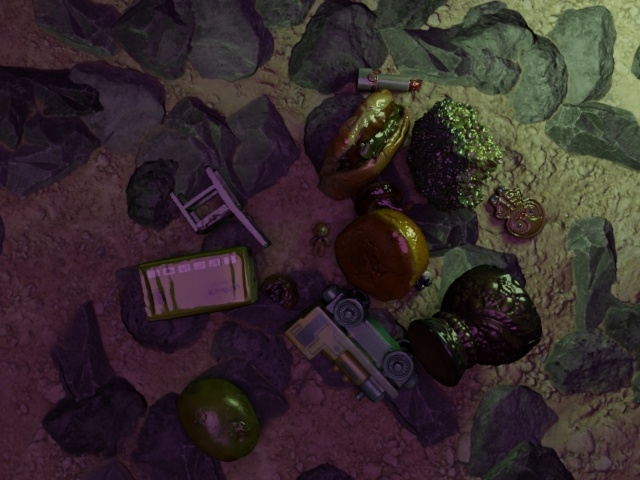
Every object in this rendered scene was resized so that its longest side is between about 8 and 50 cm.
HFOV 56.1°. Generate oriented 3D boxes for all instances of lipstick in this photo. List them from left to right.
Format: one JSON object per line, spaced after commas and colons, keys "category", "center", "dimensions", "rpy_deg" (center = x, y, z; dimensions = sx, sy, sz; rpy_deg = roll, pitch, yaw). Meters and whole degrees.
{"category": "lipstick", "center": [0.195, -0.446, 1.687], "dimensions": [0.186, 0.057, 0.063], "rpy_deg": [4, 87, -4]}

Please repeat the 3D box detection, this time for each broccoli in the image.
{"category": "broccoli", "center": [0.360, -0.218, 1.613], "dimensions": [0.260, 0.235, 0.288], "rpy_deg": [13, 127, 0]}

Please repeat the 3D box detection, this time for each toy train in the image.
{"category": "toy train", "center": [0.102, 0.300, 1.655], "dimensions": [0.237, 0.150, 0.369], "rpy_deg": [-42, 91, 8]}

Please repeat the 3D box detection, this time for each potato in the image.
{"category": "potato", "center": [-0.277, 0.489, 1.644], "dimensions": [0.253, 0.148, 0.186], "rpy_deg": [36, 92, -2]}

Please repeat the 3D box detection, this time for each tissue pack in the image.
{"category": "tissue pack", "center": [-0.316, 0.115, 1.613], "dimensions": [0.275, 0.200, 0.167], "rpy_deg": [-9, 89, 0]}

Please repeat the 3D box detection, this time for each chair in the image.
{"category": "chair", "center": [-0.274, -0.056, 1.644], "dimensions": [0.147, 0.136, 0.270], "rpy_deg": [-35, 92, 1]}

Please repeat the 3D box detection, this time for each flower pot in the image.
{"category": "flower pot", "center": [0.388, 0.233, 1.568], "dimensions": [0.267, 0.266, 0.266], "rpy_deg": [-27, 91, -18]}

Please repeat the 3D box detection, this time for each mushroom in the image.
{"category": "mushroom", "center": [0.178, -0.109, 1.664], "dimensions": [0.171, 0.135, 0.080], "rpy_deg": [6, 52, -12]}

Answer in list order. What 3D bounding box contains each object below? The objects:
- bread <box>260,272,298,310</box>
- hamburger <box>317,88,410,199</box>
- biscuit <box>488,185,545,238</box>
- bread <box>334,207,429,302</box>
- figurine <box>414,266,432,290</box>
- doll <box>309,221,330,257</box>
{"category": "bread", "center": [-0.110, 0.140, 1.686], "dimensions": [0.113, 0.060, 0.082], "rpy_deg": [33, 93, 0]}
{"category": "hamburger", "center": [0.120, -0.253, 1.613], "dimensions": [0.162, 0.209, 0.330], "rpy_deg": [40, 92, -1]}
{"category": "biscuit", "center": [0.561, -0.080, 1.710], "dimensions": [0.175, 0.026, 0.124], "rpy_deg": [39, 89, -1]}
{"category": "bread", "center": [0.168, 0.040, 1.594], "dimensions": [0.146, 0.268, 0.268], "rpy_deg": [-29, 91, -40]}
{"category": "figurine", "center": [0.261, 0.064, 1.688], "dimensions": [0.086, 0.087, 0.149], "rpy_deg": [-31, 106, 1]}
{"category": "doll", "center": [0.000, -0.002, 1.704], "dimensions": [0.061, 0.051, 0.093], "rpy_deg": [7, 120, -2]}
